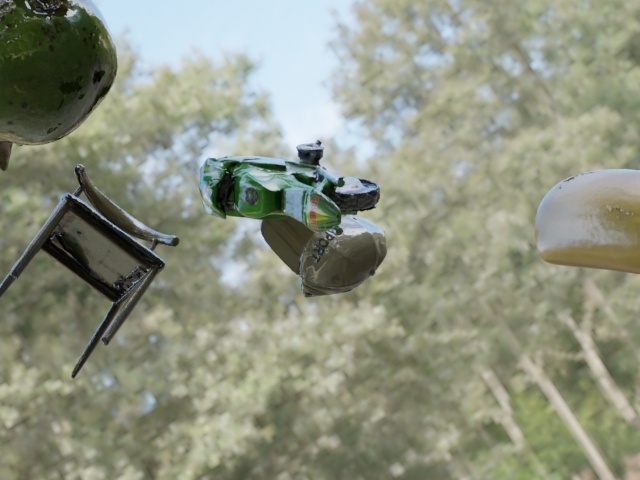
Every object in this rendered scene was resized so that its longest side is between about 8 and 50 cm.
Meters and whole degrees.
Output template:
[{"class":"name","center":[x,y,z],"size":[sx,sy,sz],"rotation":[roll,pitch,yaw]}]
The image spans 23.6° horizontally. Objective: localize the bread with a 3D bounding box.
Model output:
[{"class":"bread","center":[0.363,-0.030,1.871],"size":[0.217,0.098,0.147],"rotation":[1,45,43]}]

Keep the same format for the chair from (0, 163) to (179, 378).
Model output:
[{"class":"chair","center":[-0.320,0.021,2.155],"size":[0.166,0.188,0.272],"rotation":[-40,16,54]}]

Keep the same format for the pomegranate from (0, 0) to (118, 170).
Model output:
[{"class":"pomegranate","center":[-0.305,-0.165,1.530],"size":[0.181,0.181,0.224],"rotation":[-24,-16,-39]}]

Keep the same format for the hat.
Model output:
[{"class":"hat","center":[0.000,0.000,2.174],"size":[0.147,0.175,0.085],"rotation":[-55,28,-8]}]

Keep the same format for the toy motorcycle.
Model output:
[{"class":"toy motorcycle","center":[-0.042,-0.049,1.406],"size":[0.190,0.074,0.106],"rotation":[11,20,29]}]
